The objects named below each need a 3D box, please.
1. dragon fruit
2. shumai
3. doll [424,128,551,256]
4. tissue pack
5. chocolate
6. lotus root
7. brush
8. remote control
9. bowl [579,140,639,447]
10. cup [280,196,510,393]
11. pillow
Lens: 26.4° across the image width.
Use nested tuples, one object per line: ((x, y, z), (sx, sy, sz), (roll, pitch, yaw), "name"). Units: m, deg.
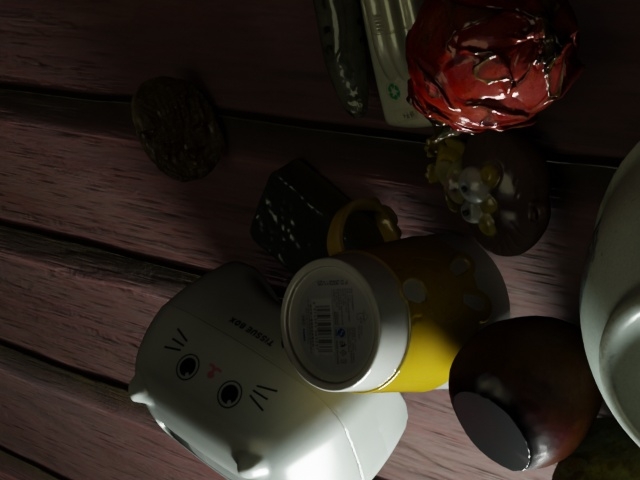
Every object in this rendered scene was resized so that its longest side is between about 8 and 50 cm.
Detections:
((0.171, -0.189, 1.348), (0.209, 0.172, 0.172), (-29, 88, 51), "dragon fruit")
((-0.196, -0.140, 1.816), (0.139, 0.123, 0.105), (44, 149, 3), "shumai")
((0.177, -0.052, 1.474), (0.188, 0.096, 0.145), (-6, 98, 59), "doll")
((-0.076, 0.199, 1.735), (0.333, 0.236, 0.229), (28, 151, 36), "tissue pack")
((0.226, 0.155, 1.469), (0.176, 0.176, 0.177), (24, 126, 38), "chocolate")
((0.322, 0.320, 1.490), (0.119, 0.138, 0.235), (10, 113, 34), "lotus root")
((0.000, 0.000, 1.715), (0.197, 0.059, 0.123), (42, 134, 23), "brush")
((0.084, -0.236, 1.508), (0.090, 0.049, 0.230), (5, 115, 49), "remote control")
((0.382, 0.096, 1.245), (0.434, 0.196, 0.435), (25, 127, 38), "bowl")
((0.071, 0.062, 1.534), (0.185, 0.226, 0.241), (-34, 71, 37), "cup")
((0.019, -0.259, 1.556), (0.093, 0.051, 0.241), (-111, 9, -74), "pillow")
